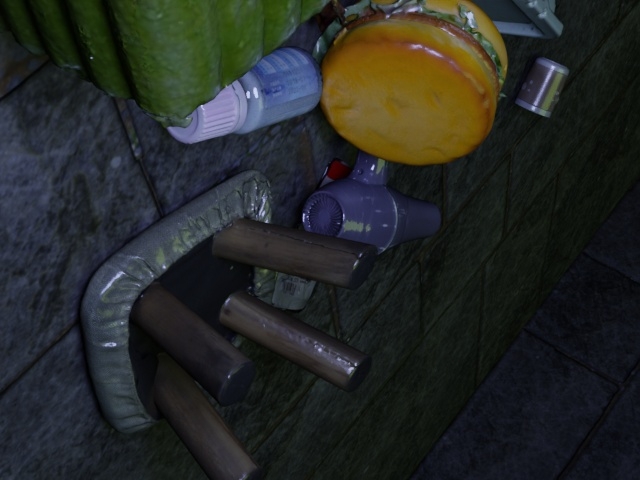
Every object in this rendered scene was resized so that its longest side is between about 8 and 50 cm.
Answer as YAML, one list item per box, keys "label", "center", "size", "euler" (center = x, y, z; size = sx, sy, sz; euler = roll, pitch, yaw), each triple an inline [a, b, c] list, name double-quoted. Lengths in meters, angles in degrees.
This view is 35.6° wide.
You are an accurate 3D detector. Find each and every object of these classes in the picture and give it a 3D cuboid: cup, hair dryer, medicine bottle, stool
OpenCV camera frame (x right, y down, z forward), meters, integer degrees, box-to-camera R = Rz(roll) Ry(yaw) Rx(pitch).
- label: "cup"
  center: [0.432, -0.295, 1.914]
  size: [0.102, 0.074, 0.099]
  euler: [-7, 124, -60]
- label: "hair dryer"
  center: [0.113, -0.148, 1.431]
  size: [0.301, 0.121, 0.361]
  euler: [-2, 109, -57]
- label: "medicine bottle"
  center: [-0.084, -0.159, 1.092]
  size: [0.203, 0.083, 0.083]
  euler: [-28, 142, -51]
- label: "stool"
  center: [-0.101, 0.118, 1.211]
  size: [0.310, 0.226, 0.310]
  euler: [-40, 149, -32]

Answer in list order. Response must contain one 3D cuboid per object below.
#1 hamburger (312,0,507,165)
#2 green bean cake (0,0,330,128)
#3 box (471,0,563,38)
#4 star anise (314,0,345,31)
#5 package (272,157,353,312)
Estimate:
- label: "hamburger"
  center: [0.116, -0.219, 1.241]
  size: [0.246, 0.246, 0.170]
  euler: [84, 22, -53]
- label: "green bean cake"
  center: [-0.119, -0.239, 0.739]
  size: [0.250, 0.247, 0.156]
  euler: [-46, 152, -27]
- label: "box"
  center: [0.216, -0.390, 1.293]
  size: [0.312, 0.175, 0.182]
  euler: [7, 95, -63]
- label: "star anise"
  center: [0.000, -0.313, 1.112]
  size: [0.168, 0.057, 0.167]
  euler: [-33, 135, -40]
- label: "package"
  center: [0.000, 0.000, 1.493]
  size: [0.239, 0.030, 0.154]
  euler: [-60, 154, 4]
